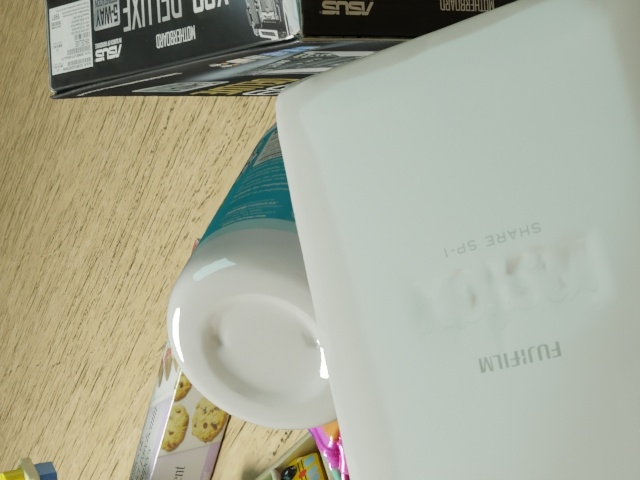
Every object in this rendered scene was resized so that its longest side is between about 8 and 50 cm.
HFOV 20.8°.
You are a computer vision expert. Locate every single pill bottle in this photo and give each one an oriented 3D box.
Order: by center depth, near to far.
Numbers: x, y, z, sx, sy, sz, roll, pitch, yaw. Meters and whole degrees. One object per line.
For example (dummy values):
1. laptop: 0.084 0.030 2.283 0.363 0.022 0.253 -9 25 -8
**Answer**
1. pill bottle: 0.000 0.000 1.217 0.264 0.146 0.146 -63 -2 -53

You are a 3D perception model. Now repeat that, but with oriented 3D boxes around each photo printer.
1. photo printer: 0.118 0.039 0.853 0.256 0.107 0.308 -16 82 35

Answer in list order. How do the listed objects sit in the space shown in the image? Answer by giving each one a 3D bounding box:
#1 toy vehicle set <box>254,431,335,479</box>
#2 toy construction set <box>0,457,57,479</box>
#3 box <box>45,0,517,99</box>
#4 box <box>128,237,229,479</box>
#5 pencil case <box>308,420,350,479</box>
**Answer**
1. toy vehicle set: -0.027 0.261 1.274 0.166 0.035 0.267 -44 24 10
2. toy construction set: -0.257 0.374 1.732 0.328 0.151 0.215 95 156 -57
3. box: -0.002 -0.143 1.122 0.307 0.242 0.077 -3 90 54
4. box: -0.123 0.154 1.672 0.063 0.067 0.324 -120 44 -58
5. pencil case: 0.017 0.102 1.283 0.236 0.104 0.104 -131 52 -62
